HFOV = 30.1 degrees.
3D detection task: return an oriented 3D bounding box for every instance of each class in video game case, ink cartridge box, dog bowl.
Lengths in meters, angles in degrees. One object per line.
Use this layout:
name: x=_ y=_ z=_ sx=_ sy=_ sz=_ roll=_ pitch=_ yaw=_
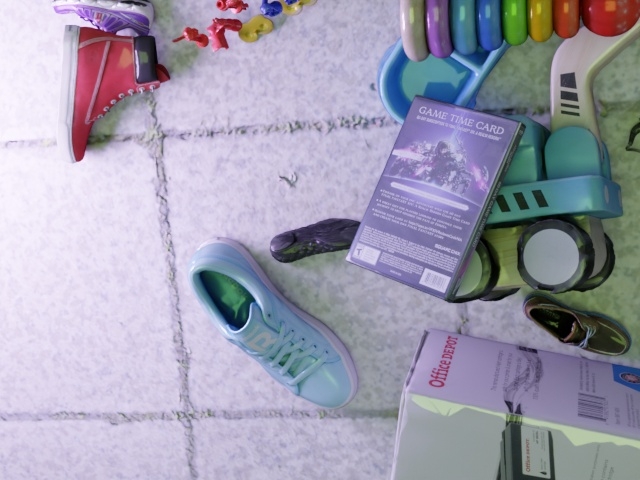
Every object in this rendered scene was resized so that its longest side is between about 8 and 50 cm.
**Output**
video game case: x=0.165 y=-0.066 z=1.739 sx=0.196 sy=0.026 sz=0.274 roll=21 pitch=86 yaw=40
ink cartridge box: x=0.326 y=0.286 z=1.835 sx=0.394 sy=0.285 sz=0.166 roll=11 pitch=107 yaw=10
dog bowl: x=0.198 y=-0.296 z=1.822 sx=0.166 sy=0.074 sz=0.297 roll=33 pitch=108 yaw=2

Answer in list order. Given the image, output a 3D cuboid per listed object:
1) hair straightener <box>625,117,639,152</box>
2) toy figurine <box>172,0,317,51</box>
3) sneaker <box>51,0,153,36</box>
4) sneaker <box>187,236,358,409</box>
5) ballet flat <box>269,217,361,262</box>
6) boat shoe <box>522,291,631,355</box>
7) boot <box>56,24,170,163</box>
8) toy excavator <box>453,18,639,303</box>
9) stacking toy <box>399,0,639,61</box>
hair straightener: x=0.569 y=-0.180 z=1.786 sx=0.230 sy=0.047 sz=0.089 roll=-28 pitch=97 yaw=17
toy figurine: x=-0.092 y=-0.460 z=1.779 sx=0.362 sy=0.191 sz=0.217 roll=-27 pitch=81 yaw=34
sneaker: x=-0.356 y=-0.362 z=1.929 sx=0.169 sy=0.068 sz=0.071 roll=11 pitch=112 yaw=8
sneaker: x=-0.092 y=0.158 z=1.963 sx=0.366 sy=0.150 sz=0.135 roll=43 pitch=110 yaw=-1
ballet flat: x=0.000 y=0.000 z=1.965 sx=0.173 sy=0.049 sz=0.058 roll=-9 pitch=60 yaw=13
boat shoe: x=0.406 y=0.144 z=1.895 sx=0.183 sy=0.066 sz=0.066 roll=21 pitch=108 yaw=6
boot: x=-0.341 y=-0.228 z=1.953 sx=0.176 sy=0.088 sz=0.244 roll=6 pitch=123 yaw=-11
toy excavator: x=0.352 y=-0.144 z=1.764 sx=0.432 sy=0.222 sz=0.445 roll=-8 pitch=86 yaw=24
stacking toy: x=0.283 y=-0.323 z=1.677 sx=0.330 sy=0.141 sz=0.141 roll=2 pitch=105 yaw=14
